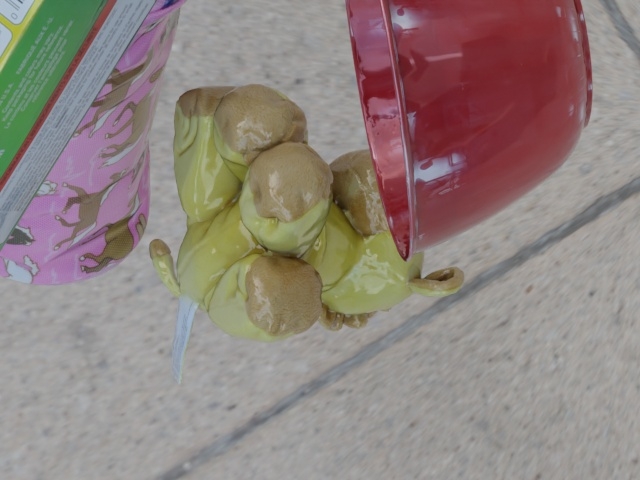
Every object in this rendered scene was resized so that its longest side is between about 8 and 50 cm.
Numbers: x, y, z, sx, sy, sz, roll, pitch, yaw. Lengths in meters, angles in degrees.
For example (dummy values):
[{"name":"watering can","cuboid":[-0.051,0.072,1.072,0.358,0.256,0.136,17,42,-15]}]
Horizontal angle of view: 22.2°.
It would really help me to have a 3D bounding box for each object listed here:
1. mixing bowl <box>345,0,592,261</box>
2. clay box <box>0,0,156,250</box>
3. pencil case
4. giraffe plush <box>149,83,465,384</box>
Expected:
[{"name":"mixing bowl","cuboid":[0.071,-0.088,0.780,0.098,0.181,0.181,-10,92,-4]},{"name":"clay box","cuboid":[-0.153,-0.096,0.442,0.222,0.053,0.127,40,105,19]},{"name":"pencil case","cuboid":[-0.174,-0.112,1.111,0.167,0.386,0.160,16,59,-7]},{"name":"giraffe plush","cuboid":[0.000,0.000,1.067,0.181,0.170,0.210,60,142,42]}]
